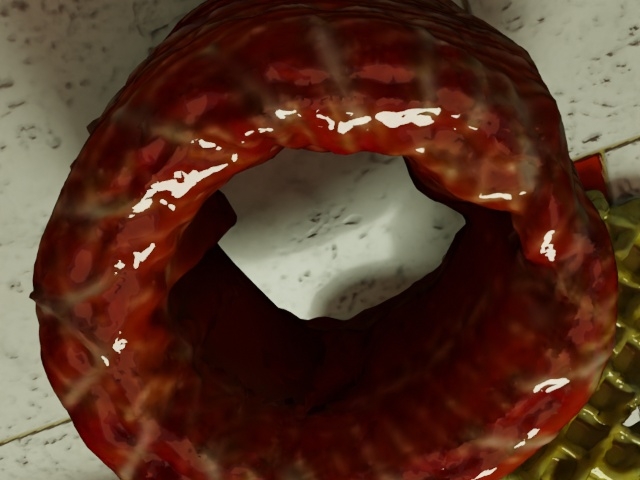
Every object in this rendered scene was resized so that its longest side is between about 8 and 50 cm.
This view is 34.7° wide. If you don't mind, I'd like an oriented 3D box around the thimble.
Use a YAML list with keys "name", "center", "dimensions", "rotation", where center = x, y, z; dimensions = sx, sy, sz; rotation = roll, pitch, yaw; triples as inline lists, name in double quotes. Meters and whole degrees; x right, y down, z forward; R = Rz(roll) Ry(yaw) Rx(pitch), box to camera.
- name: "thimble"
  center: [0.000, 0.000, 0.664]
  dimensions: [0.350, 0.230, 0.350]
  rotation: [1, 110, 2]

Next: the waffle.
- name: "waffle"
  center: [0.222, 0.084, 0.845]
  dimensions: [0.261, 0.056, 0.250]
  rotation: [-7, 85, -15]
